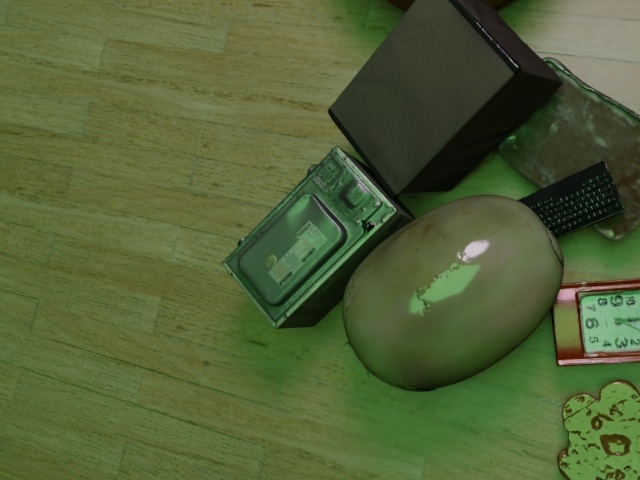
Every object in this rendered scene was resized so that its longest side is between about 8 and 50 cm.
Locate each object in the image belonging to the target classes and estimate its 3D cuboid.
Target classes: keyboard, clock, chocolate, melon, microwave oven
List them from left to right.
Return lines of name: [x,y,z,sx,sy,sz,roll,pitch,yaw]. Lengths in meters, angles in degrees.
microwave oven: [0.000,0.000,1.117,0.240,0.194,0.145,-44,69,11]
melon: [0.172,0.073,1.026,0.317,0.223,0.223,-34,73,11]
keyboard: [0.320,-0.039,1.053,0.196,0.015,0.074,-27,82,43]
chocolate: [0.373,-0.131,1.055,0.254,0.080,0.157,44,122,26]
clock: [0.396,0.111,1.032,0.155,0.061,0.113,-5,80,15]

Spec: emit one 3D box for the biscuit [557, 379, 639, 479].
biscuit: [0.421,0.329,0.998,0.202,0.044,0.289,-30,72,12]

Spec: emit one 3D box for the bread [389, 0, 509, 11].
bread: [0.199,-0.518,1.111,0.398,0.215,0.398,-3,81,18]

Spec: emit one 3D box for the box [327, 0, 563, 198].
box: [0.171,-0.204,1.061,0.252,0.153,0.188,-49,65,34]
